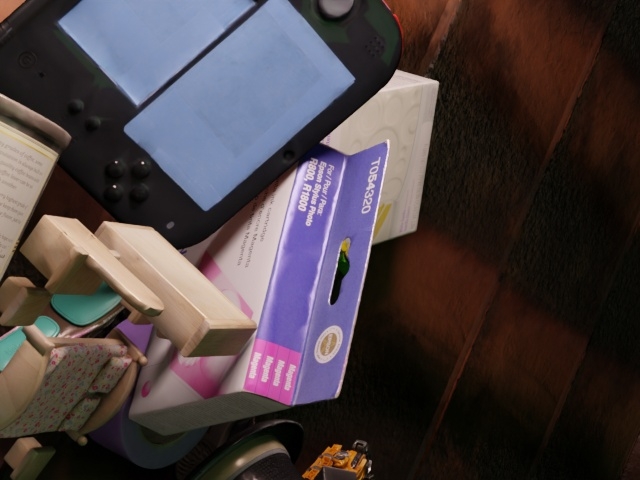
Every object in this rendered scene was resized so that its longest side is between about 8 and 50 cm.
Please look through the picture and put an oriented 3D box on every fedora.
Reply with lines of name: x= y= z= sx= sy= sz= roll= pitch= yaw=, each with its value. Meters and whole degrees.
fedora: x=-0.106 y=0.411 z=1.845 sx=0.334 sy=0.152 sz=0.334 roll=-38 pitch=154 yaw=-22

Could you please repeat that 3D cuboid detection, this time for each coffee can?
coffee can: x=-0.388 y=-0.020 z=1.276 sx=0.201 sy=0.201 sz=0.275 roll=32 pitch=80 yaw=-55

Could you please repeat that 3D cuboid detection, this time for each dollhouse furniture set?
dollhouse furniture set: x=-0.258 y=0.172 z=1.435 sx=0.355 sy=0.174 sz=0.303 roll=-53 pitch=160 yaw=10

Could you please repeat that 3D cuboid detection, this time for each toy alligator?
toy alligator: x=0.000 y=0.000 z=1.787 sx=0.190 sy=0.056 sz=0.051 roll=35 pitch=38 yaw=-54

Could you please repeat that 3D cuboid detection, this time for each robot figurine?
robot figurine: x=0.015 y=0.459 z=2.150 sx=0.211 sy=0.085 sz=0.291 roll=-38 pitch=137 yaw=-56

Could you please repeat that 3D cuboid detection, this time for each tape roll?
tape roll: x=-0.214 y=0.192 z=1.728 sx=0.189 sy=0.080 sz=0.189 roll=-28 pitch=129 yaw=-43

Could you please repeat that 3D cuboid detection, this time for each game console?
game console: x=-0.131 y=-0.199 z=1.455 sx=0.386 sy=0.060 sz=0.342 roll=-41 pitch=125 yaw=4

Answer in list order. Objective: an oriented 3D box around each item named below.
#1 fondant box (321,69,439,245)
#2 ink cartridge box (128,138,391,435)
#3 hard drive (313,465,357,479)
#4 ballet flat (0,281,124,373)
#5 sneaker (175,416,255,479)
fondant box: x=0.023 y=-0.103 z=1.885 sx=0.330 sy=0.096 sz=0.238 roll=-16 pitch=120 yaw=-48
ink cartridge box: x=-0.077 y=0.047 z=1.554 sx=0.071 sy=0.330 sz=0.324 roll=29 pitch=59 yaw=-30
hard drive: x=-0.023 y=0.520 z=1.936 sx=0.064 sy=0.237 sz=0.339 roll=14 pitch=129 yaw=-17
ballet flat: x=-0.305 y=0.107 z=1.580 sx=0.221 sy=0.077 sz=0.079 roll=-40 pitch=154 yaw=-29
sneaker: x=-0.123 y=0.246 z=1.889 sx=0.118 sy=0.083 sz=0.222 roll=2 pitch=115 yaw=-59
